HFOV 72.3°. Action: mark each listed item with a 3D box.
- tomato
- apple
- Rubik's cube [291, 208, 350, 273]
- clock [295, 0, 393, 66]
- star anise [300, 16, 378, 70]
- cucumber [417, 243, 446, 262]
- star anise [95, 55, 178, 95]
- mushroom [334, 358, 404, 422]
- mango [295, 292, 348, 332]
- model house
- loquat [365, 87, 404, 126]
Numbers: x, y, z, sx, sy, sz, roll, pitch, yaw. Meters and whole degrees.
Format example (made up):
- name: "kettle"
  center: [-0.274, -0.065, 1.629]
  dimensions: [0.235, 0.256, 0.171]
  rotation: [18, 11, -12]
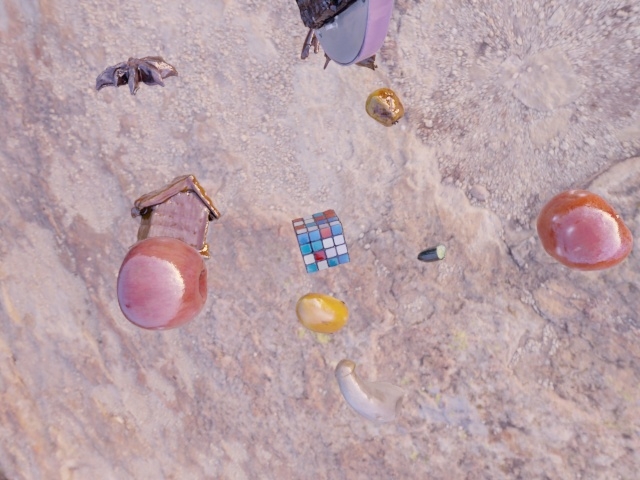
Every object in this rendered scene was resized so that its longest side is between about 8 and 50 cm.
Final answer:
- name: "tomato"
  center: [0.685, -0.018, 1.153]
  dimensions: [0.189, 0.232, 0.232]
  rotation: [-39, 91, 24]
- name: "apple"
  center: [-0.244, 0.069, 0.699]
  dimensions: [0.120, 0.153, 0.153]
  rotation: [-3, 110, 3]
- name: "Rubik's cube"
  center: [0.000, 0.000, 1.488]
  dimensions: [0.154, 0.155, 0.151]
  rotation: [-16, 113, -3]
- name: "clock"
  center: [0.007, -0.282, 0.445]
  dimensions: [0.198, 0.064, 0.172]
  rotation: [66, 165, -17]
- name: "star anise"
  center: [0.045, -0.525, 1.121]
  dimensions: [0.237, 0.346, 0.148]
  rotation: [52, 137, -6]
- name: "cucumber"
  center: [0.338, 0.043, 1.344]
  dimensions: [0.048, 0.048, 0.105]
  rotation: [59, 149, -6]
- name: "star anise"
  center: [-0.317, -0.291, 0.758]
  dimensions: [0.141, 0.141, 0.042]
  rotation: [11, 129, 21]
- name: "mushroom"
  center: [0.125, 0.403, 1.149]
  dimensions: [0.103, 0.118, 0.270]
  rotation: [-15, 141, 36]
- name: "mango"
  center: [-0.010, 0.287, 1.758]
  dimensions: [0.187, 0.257, 0.138]
  rotation: [-17, 57, 35]
- name: "model house"
  center: [-0.397, -0.064, 1.194]
  dimensions: [0.199, 0.220, 0.229]
  rotation: [3, 81, 64]
- name: "loquat"
  center: [0.214, -0.442, 1.466]
  dimensions: [0.137, 0.137, 0.113]
  rotation: [41, 81, 5]
